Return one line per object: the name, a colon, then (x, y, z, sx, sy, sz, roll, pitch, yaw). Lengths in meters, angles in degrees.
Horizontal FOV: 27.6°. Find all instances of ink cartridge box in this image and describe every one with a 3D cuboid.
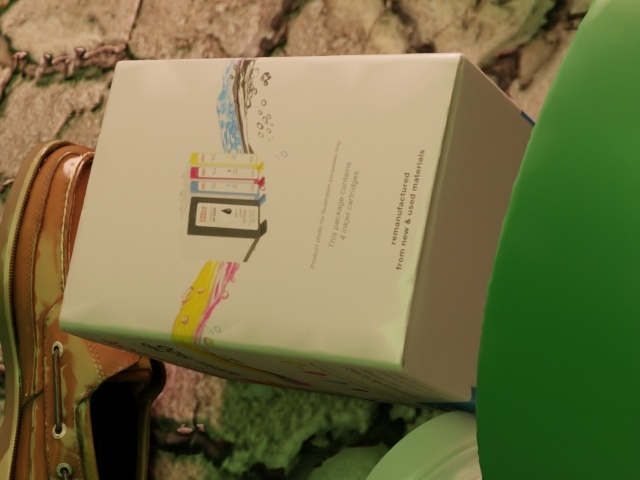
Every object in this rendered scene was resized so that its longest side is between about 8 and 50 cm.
ink cartridge box: (0.000, 0.000, 0.761, 0.233, 0.171, 0.168, 4, 77, 33)

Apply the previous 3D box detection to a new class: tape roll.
tape roll: (0.186, 0.002, 0.553, 0.077, 0.321, 0.321, 21, 86, 36)

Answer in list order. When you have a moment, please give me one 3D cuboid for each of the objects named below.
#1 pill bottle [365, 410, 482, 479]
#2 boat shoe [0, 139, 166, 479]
pill bottle: (0.116, 0.190, 0.658, 0.121, 0.121, 0.216, -50, 55, 8)
boat shoe: (-0.151, 0.083, 0.877, 0.104, 0.111, 0.307, -2, 83, 27)
